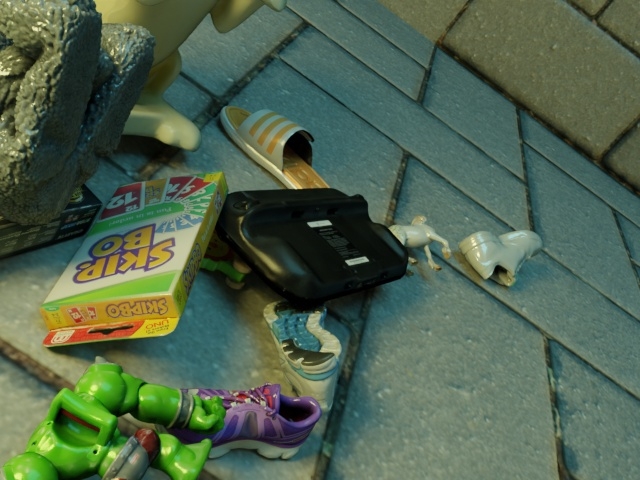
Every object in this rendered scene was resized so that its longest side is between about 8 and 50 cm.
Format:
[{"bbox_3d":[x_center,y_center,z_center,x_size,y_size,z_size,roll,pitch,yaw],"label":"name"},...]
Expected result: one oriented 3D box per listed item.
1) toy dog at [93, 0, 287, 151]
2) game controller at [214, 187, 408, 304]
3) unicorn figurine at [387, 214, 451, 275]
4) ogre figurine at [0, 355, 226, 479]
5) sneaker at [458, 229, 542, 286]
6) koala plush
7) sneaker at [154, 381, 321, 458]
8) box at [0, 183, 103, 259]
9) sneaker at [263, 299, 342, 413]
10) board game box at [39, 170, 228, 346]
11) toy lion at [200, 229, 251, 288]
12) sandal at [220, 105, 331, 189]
[{"bbox_3d":[-0.215,-0.354,0.877,0.395,0.408,0.284,39,17,22],"label":"toy dog"},{"bbox_3d":[0.000,0.000,0.940,0.166,0.067,0.319,53,27,16],"label":"game controller"},{"bbox_3d":[0.150,0.001,1.170,0.162,0.060,0.111,10,40,-42],"label":"unicorn figurine"},{"bbox_3d":[-0.152,0.161,0.544,0.118,0.097,0.197,39,56,-5],"label":"ogre figurine"},{"bbox_3d":[0.331,0.037,1.331,0.212,0.080,0.094,-2,60,-41],"label":"sneaker"},{"bbox_3d":[-0.298,-0.140,0.651,0.221,0.203,0.196,24,5,5],"label":"koala plush"},{"bbox_3d":[-0.073,0.152,0.682,0.170,0.071,0.068,13,37,-38],"label":"sneaker"},{"bbox_3d":[-0.341,-0.057,0.697,0.175,0.051,0.220,44,28,11],"label":"box"},{"bbox_3d":[-0.020,0.122,0.805,0.071,0.083,0.190,-6,18,-5],"label":"sneaker"},{"bbox_3d":[-0.175,0.009,0.738,0.124,0.039,0.259,-7,33,9],"label":"board game box"},{"bbox_3d":[-0.117,0.009,0.886,0.096,0.034,0.100,32,28,5],"label":"toy lion"},{"bbox_3d":[-0.034,-0.131,1.132,0.265,0.076,0.102,44,28,10],"label":"sandal"}]
